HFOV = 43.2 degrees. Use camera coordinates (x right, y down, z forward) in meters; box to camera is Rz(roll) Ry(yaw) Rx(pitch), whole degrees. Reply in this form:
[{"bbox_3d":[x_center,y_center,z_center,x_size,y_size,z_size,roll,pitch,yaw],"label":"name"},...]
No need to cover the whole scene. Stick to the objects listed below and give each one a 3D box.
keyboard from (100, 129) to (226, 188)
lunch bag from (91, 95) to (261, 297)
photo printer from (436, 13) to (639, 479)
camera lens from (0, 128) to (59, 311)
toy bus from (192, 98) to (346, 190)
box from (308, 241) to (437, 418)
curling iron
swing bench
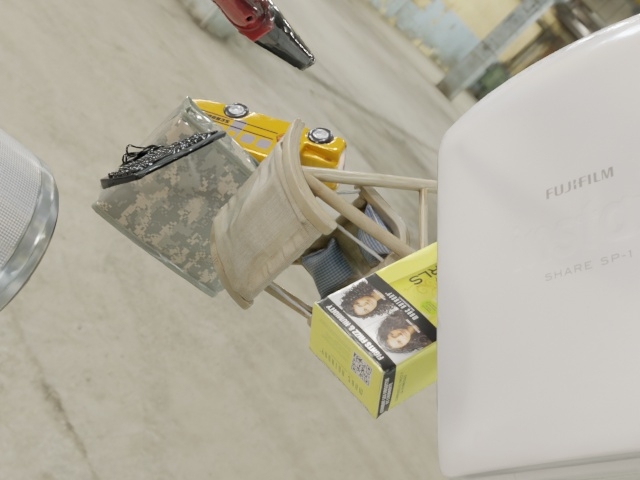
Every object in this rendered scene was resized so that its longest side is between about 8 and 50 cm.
[{"bbox_3d":[-0.207,-0.113,1.016,0.192,0.100,0.038,-39,113,-55],"label":"keyboard"},{"bbox_3d":[-0.205,-0.066,1.411,0.287,0.235,0.169,43,10,-18],"label":"lunch bag"},{"bbox_3d":[0.192,-0.002,0.508,0.107,0.256,0.307,29,54,-37],"label":"photo printer"},{"bbox_3d":[-0.406,-0.048,0.756,0.274,0.219,0.219,44,13,-42],"label":"camera lens"},{"bbox_3d":[-0.123,-0.172,1.562,0.333,0.108,0.130,18,46,13],"label":"toy bus"},{"bbox_3d":[0.108,0.048,0.657,0.232,0.058,0.087,-23,49,-30],"label":"box"},{"bbox_3d":[-0.035,-0.146,0.508,0.274,0.068,0.035,32,59,-80],"label":"curling iron"},{"bbox_3d":[0.000,0.000,1.139,0.255,0.253,0.165,20,53,-22],"label":"swing bench"}]
